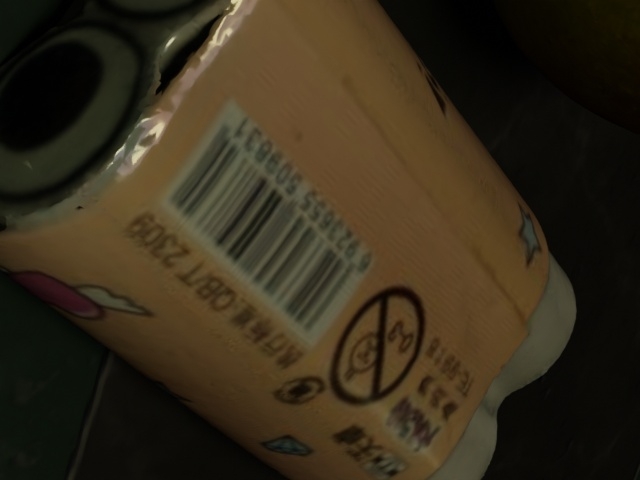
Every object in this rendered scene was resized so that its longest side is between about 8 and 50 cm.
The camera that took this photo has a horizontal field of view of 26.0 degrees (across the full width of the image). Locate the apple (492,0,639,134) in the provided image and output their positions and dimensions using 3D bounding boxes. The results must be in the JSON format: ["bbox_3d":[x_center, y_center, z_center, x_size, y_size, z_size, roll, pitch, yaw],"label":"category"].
[{"bbox_3d":[0.155,-0.138,0.582,0.157,0.196,0.196,24,90,-24],"label":"apple"}]

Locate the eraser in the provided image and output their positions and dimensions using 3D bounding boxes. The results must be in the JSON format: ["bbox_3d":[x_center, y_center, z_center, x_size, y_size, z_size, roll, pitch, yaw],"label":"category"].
[{"bbox_3d":[0.000,0.000,0.556,0.171,0.087,0.290,-55,139,-9],"label":"eraser"}]
